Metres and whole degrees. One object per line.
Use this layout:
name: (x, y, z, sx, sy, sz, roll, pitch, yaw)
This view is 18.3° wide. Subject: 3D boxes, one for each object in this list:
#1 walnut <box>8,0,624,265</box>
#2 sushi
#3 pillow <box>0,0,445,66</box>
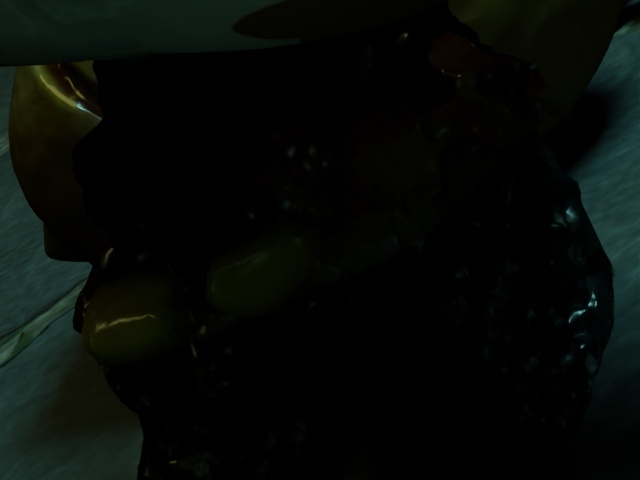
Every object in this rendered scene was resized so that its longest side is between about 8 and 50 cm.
walnut: (-0.014, -0.082, 0.779, 0.298, 0.203, 0.203, -44, 12, 21)
sushi: (0.000, 0.000, 0.583, 0.153, 0.150, 0.172, -12, 26, 50)
pillow: (-0.029, -0.107, 0.530, 0.233, 0.086, 0.214, -5, 22, 19)
